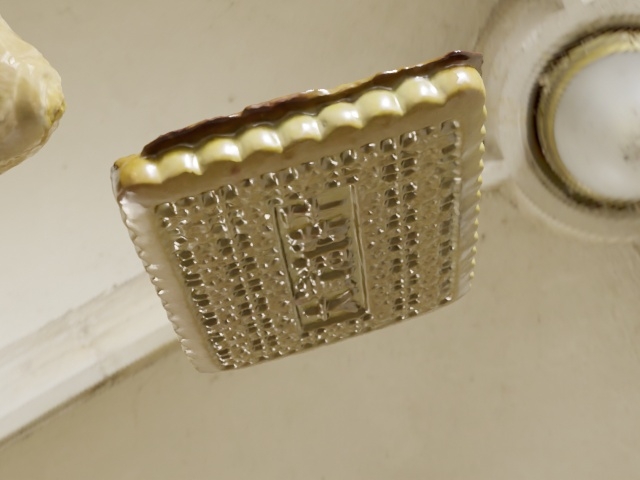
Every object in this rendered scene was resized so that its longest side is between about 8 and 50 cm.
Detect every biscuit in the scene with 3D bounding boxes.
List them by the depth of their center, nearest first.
[{"bbox_3d":[0.000,0.000,0.717,0.172,0.254,0.029,-16,-115,-3],"label":"biscuit"}]

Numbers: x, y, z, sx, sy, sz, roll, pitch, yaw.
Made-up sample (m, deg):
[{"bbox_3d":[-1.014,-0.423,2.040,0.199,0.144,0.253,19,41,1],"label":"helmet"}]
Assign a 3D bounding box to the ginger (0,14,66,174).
[{"bbox_3d":[-0.199,-0.137,0.577,0.131,0.086,0.294,-13,-76,20],"label":"ginger"}]
